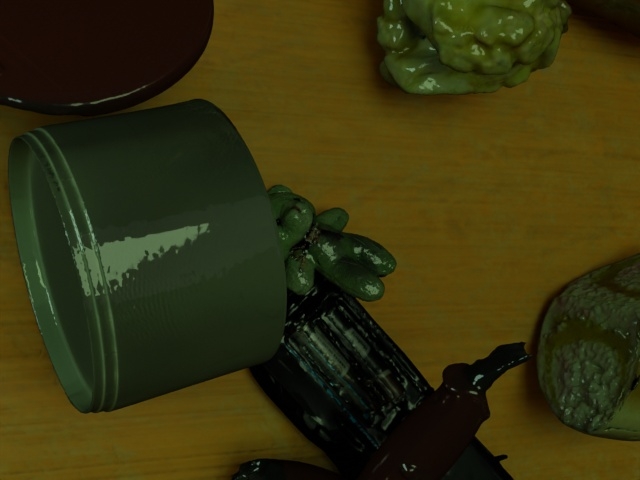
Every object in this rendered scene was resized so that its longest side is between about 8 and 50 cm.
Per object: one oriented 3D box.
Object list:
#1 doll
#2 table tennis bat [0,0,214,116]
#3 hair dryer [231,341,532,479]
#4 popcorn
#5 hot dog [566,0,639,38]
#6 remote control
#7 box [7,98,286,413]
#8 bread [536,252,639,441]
[{"bbox_3d":[0.000,0.000,0.880,0.150,0.077,0.115,25,53,4],"label":"doll"},{"bbox_3d":[-0.225,-0.166,0.765,0.200,0.038,0.310,40,61,19],"label":"table tennis bat"},{"bbox_3d":[0.107,0.225,0.821,0.313,0.123,0.340,29,117,-17],"label":"hair dryer"},{"bbox_3d":[0.147,-0.235,0.924,0.167,0.187,0.185,-21,100,-25],"label":"popcorn"},{"bbox_3d":[0.322,-0.338,1.056,0.349,0.117,0.158,20,105,-16],"label":"hot dog"},{"bbox_3d":[0.085,0.200,0.933,0.399,0.062,0.144,49,68,-15],"label":"remote control"},{"bbox_3d":[-0.144,0.010,0.744,0.149,0.226,0.226,-14,93,-26],"label":"box"},{"bbox_3d":[0.344,0.124,1.025,0.261,0.158,0.156,-27,108,-26],"label":"bread"}]
